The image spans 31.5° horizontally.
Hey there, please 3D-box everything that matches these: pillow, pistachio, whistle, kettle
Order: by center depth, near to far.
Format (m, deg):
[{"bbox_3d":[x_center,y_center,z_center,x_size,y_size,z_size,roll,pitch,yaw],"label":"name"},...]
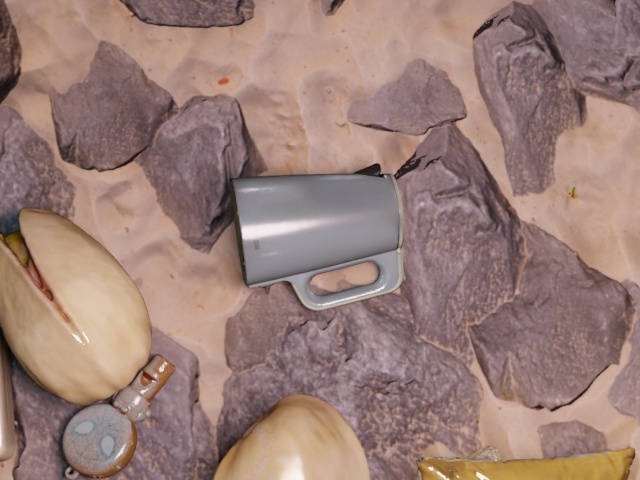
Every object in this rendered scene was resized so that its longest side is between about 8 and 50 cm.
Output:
[{"bbox_3d":[0.259,0.423,1.509,0.312,0.119,0.310,2,99,-17],"label":"pillow"},{"bbox_3d":[-0.042,0.365,1.532,0.230,0.230,0.309,-6,82,0],"label":"pistachio"},{"bbox_3d":[-0.365,0.088,1.610,0.193,0.214,0.318,-38,74,-8],"label":"pistachio"},{"bbox_3d":[-0.293,0.259,1.648,0.107,0.057,0.220,32,74,22],"label":"whistle"},{"bbox_3d":[0.000,0.000,1.667,0.243,0.160,0.210,-7,95,-6],"label":"kettle"}]

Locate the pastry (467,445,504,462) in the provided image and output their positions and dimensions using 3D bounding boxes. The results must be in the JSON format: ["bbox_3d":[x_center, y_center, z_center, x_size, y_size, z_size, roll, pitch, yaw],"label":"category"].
[{"bbox_3d":[0.158,0.380,1.593,0.258,0.089,0.121,-18,69,-7],"label":"pastry"}]

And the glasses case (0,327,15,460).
[{"bbox_3d":[-0.534,0.162,1.664,0.144,0.076,0.336,-9,76,-1],"label":"glasses case"}]
